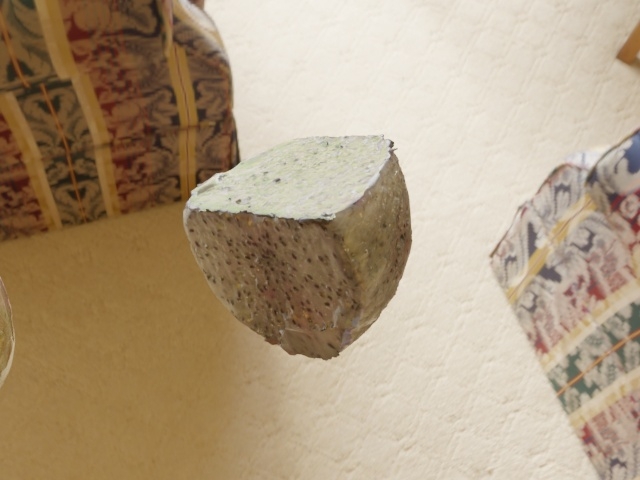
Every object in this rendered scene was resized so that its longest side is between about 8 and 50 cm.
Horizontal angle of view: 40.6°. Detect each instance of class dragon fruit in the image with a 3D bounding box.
[{"bbox_3d":[0.000,0.000,1.081,0.283,0.204,0.221,6,38,39],"label":"dragon fruit"}]

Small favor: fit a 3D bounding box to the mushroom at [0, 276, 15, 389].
[{"bbox_3d":[-0.165,0.036,0.358,0.067,0.083,0.083,-17,66,-30],"label":"mushroom"}]
